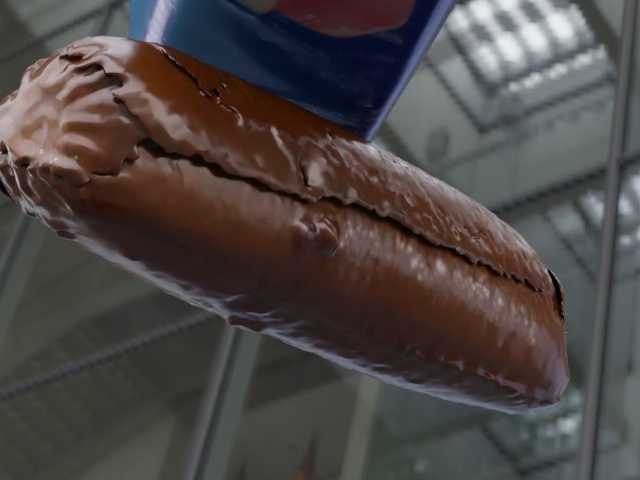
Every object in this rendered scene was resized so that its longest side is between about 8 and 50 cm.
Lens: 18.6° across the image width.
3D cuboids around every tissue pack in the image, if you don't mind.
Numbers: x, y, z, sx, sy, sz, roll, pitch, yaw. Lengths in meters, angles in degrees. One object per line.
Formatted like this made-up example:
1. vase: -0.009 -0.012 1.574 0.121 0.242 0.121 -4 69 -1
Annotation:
1. tissue pack: 0.011 -0.177 0.813 0.137 0.209 0.269 21 -25 -5

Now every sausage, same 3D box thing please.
1. sausage: 0.000 0.000 0.821 0.102 0.102 0.330 -24 -32 32
